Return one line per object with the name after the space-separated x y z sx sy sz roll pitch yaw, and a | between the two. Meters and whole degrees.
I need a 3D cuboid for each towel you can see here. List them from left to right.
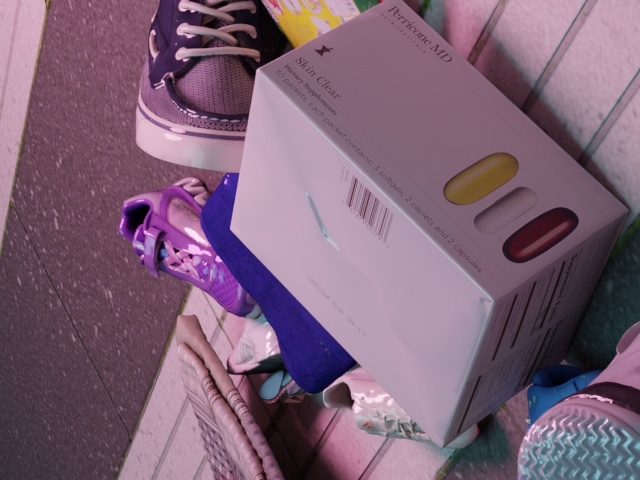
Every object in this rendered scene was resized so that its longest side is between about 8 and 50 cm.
-0.080 0.281 2.095 0.324 0.056 0.312 -124 16 -50 | towel
0.000 0.000 1.801 0.227 0.076 0.308 58 154 8 | towel

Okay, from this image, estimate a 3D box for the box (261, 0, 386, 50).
0.013 -0.184 1.617 0.179 0.043 0.105 9 135 59 | box

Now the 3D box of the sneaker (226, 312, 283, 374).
-0.062 0.109 2.044 0.152 0.054 0.061 146 119 -63 | sneaker

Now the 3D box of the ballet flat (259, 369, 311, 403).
-0.029 0.154 2.015 0.041 0.041 0.114 67 153 6 | ballet flat

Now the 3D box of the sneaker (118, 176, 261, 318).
-0.139 0.012 2.025 0.236 0.105 0.095 42 126 49 | sneaker

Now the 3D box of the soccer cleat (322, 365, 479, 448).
0.074 0.156 1.751 0.196 0.076 0.068 15 123 61 | soccer cleat

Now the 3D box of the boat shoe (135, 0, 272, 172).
-0.101 -0.172 1.693 0.340 0.127 0.158 -124 39 -68 | boat shoe

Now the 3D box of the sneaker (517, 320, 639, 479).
0.319 0.115 1.147 0.366 0.210 0.137 5 120 26 | sneaker

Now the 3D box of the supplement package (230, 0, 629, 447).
0.075 -0.016 1.479 0.262 0.145 0.204 45 148 22 | supplement package

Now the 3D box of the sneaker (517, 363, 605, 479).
0.199 0.170 1.519 0.240 0.091 0.126 126 139 -62 | sneaker
